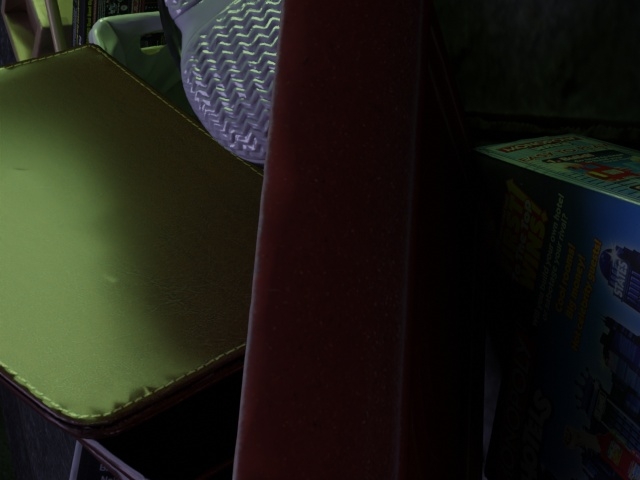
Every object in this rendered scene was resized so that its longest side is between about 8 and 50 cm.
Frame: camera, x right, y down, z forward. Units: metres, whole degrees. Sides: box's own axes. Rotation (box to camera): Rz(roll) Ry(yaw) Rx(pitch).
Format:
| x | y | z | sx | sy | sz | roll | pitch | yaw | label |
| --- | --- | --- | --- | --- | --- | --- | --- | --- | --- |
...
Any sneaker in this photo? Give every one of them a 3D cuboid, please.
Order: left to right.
| x | y | z | sx | sy | sz | roll | pitch | yaw | label |
| --- | --- | --- | --- | --- | --- | --- | --- | --- | --- |
| -0.024 | -0.130 | 0.592 | 0.153 | 0.101 | 0.268 | 54 | -159 | -59 | sneaker |

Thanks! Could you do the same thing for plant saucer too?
| x | y | z | sx | sy | sz | roll | pitch | yaw | label |
| --- | --- | --- | --- | --- | --- | --- | --- | --- | --- |
| 0.034 | 0.037 | 0.444 | 0.258 | 0.048 | 0.259 | 53 | -140 | -65 | plant saucer |

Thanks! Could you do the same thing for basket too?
| x | y | z | sx | sy | sz | roll | pitch | yaw | label |
| --- | --- | --- | --- | --- | --- | --- | --- | --- | --- |
| -0.112 | -0.084 | 0.847 | 0.103 | 0.113 | 0.167 | 123 | 132 | -62 | basket |

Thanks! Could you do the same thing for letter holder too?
| x | y | z | sx | sy | sz | roll | pitch | yaw | label |
| --- | --- | --- | --- | --- | --- | --- | --- | --- | --- |
| -0.141 | 0.034 | 0.630 | 0.302 | 0.214 | 0.152 | 37 | 134 | 33 | letter holder |

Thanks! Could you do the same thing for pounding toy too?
| x | y | z | sx | sy | sz | roll | pitch | yaw | label |
| --- | --- | --- | --- | --- | --- | --- | --- | --- | --- |
| -0.261 | -0.225 | 1.143 | 0.206 | 0.094 | 0.181 | 67 | 151 | 21 | pounding toy |

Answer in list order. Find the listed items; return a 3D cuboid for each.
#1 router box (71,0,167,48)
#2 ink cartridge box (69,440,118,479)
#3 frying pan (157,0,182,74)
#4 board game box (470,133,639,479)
| x | y | z | sx | sy | sz | roll | pitch | yaw | label |
| --- | --- | --- | --- | --- | --- | --- | --- | --- | --- |
| -0.170 | -0.197 | 0.952 | 0.038 | 0.092 | 0.122 | 58 | 147 | 40 | router box |
| -0.158 | 0.176 | 0.839 | 0.165 | 0.065 | 0.332 | 107 | 168 | -62 | ink cartridge box |
| -0.038 | -0.244 | 0.697 | 0.197 | 0.053 | 0.326 | 50 | 132 | 40 | frying pan |
| 0.127 | 0.044 | 0.428 | 0.194 | 0.060 | 0.194 | -130 | 38 | -51 | board game box |
